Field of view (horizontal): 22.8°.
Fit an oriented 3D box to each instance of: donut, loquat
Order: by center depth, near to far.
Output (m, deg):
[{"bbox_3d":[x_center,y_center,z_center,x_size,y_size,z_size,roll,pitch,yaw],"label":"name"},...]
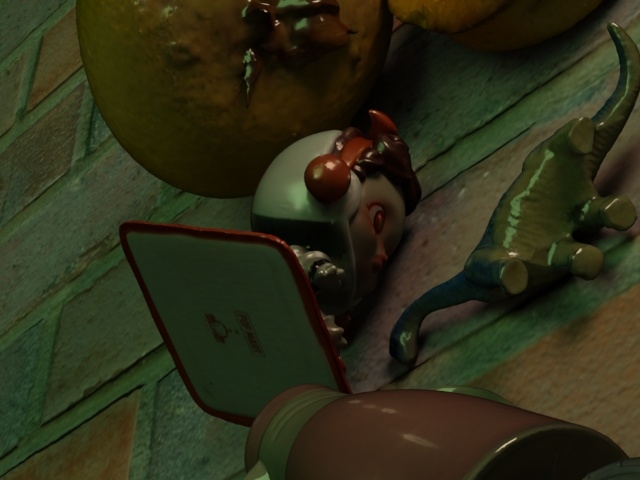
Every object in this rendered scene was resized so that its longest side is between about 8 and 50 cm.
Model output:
[{"bbox_3d":[0.153,-0.257,1.208,0.253,0.118,0.253,-35,35,30],"label":"donut"},{"bbox_3d":[-0.067,-0.175,1.313,0.275,0.275,0.274,-36,36,32],"label":"loquat"}]

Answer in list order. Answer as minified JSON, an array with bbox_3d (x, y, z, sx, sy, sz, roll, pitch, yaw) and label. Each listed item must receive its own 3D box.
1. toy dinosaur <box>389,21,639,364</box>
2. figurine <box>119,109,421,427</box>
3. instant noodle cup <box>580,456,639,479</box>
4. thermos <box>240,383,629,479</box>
[{"bbox_3d":[0.133,-0.024,1.075,0.188,0.075,0.247,3,69,68],"label":"toy dinosaur"},{"bbox_3d":[0.000,0.000,1.165,0.160,0.183,0.226,6,40,35],"label":"figurine"},{"bbox_3d":[0.174,0.180,0.754,0.177,0.125,0.208,-44,32,23],"label":"instant noodle cup"},{"bbox_3d":[0.064,0.147,0.943,0.176,0.146,0.265,-23,18,-25],"label":"thermos"}]
